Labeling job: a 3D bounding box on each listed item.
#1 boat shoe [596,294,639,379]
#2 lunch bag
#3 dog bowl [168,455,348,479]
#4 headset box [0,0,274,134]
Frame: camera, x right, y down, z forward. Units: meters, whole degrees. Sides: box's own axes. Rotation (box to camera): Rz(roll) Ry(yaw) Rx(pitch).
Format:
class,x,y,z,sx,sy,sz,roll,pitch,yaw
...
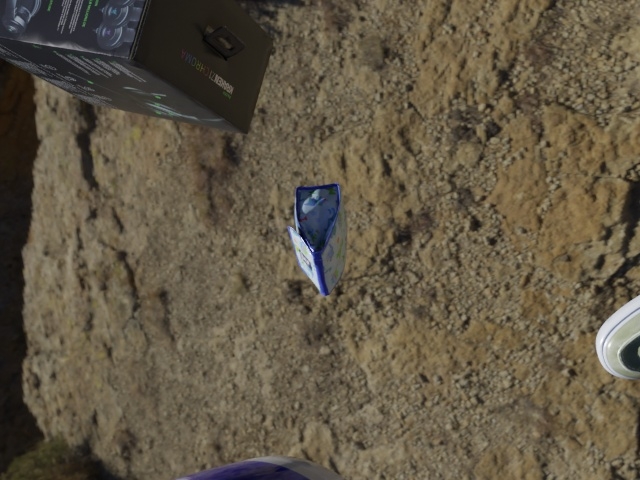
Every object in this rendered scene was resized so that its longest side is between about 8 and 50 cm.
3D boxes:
class,x,y,z,sx,sy,sz,roll,pitch,yaw
boat shoe,0.462,0.091,0.745,0.302,0.094,0.109,-23,98,22
lunch bag,0.000,0.000,1.149,0.129,0.096,0.151,76,-171,-51
dog bowl,-0.047,0.279,0.422,0.265,0.104,0.265,-5,82,42
headset box,-0.223,-0.237,0.779,0.283,0.246,0.131,15,87,23
